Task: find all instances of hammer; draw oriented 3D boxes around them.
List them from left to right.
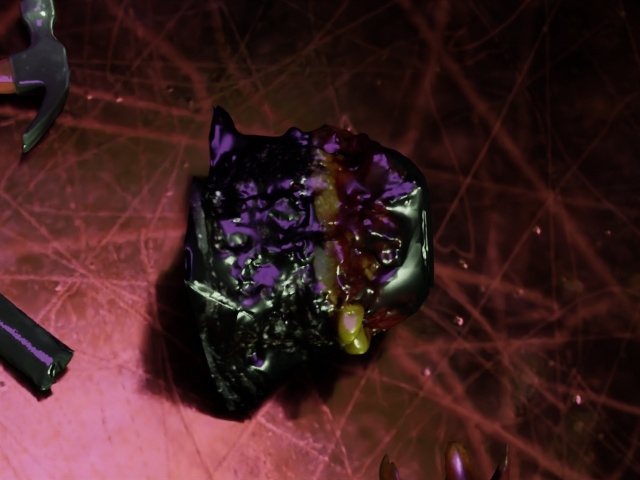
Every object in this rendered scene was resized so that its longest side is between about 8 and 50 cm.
[{"bbox_3d":[-0.316,-0.100,1.398,0.287,0.033,0.111,-10,72,-15],"label":"hammer"}]

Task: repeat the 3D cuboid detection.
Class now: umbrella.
[{"bbox_3d":[-0.226,0.050,1.364,0.133,0.031,0.036,39,41,4],"label":"umbrella"}]

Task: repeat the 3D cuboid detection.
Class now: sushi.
[{"bbox_3d":[0.000,0.000,1.366,0.150,0.153,0.172,-3,49,8],"label":"sushi"}]

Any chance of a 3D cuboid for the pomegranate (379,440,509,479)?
[{"bbox_3d":[0.110,0.248,1.271,0.221,0.221,0.257,-17,67,-17],"label":"pomegranate"}]
